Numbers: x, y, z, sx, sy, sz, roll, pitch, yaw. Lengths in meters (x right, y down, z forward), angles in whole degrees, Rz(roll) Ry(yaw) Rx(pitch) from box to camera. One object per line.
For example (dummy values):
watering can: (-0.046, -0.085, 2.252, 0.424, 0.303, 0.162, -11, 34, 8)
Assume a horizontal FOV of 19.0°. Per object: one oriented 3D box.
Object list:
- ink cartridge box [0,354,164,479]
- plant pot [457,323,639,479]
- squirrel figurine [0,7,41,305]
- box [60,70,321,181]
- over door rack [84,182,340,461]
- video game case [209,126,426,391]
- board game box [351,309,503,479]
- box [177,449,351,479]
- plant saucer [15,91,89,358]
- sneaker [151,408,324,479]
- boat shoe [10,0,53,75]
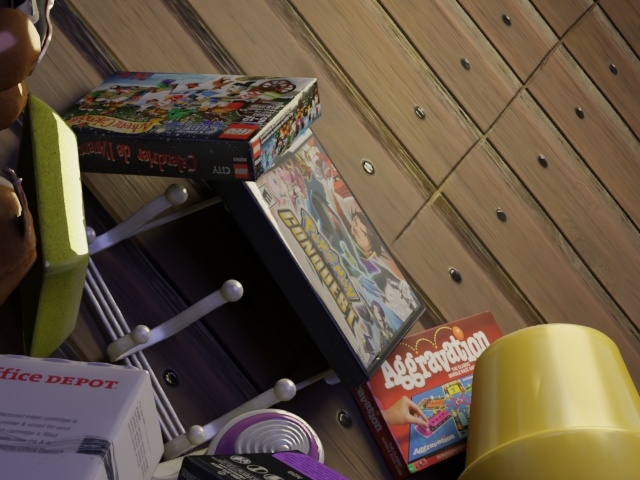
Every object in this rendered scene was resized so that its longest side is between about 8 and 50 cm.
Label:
ink cartridge box: (-0.247, 0.207, 1.543, 0.237, 0.172, 0.100, -66, 154, -49)
plant pot: (0.259, 0.229, 2.043, 0.254, 0.254, 0.239, 26, 44, -34)
squirrel figurine: (-0.418, -0.082, 1.561, 0.397, 0.281, 0.371, -14, 89, -26)
box: (-0.137, -0.116, 1.896, 0.159, 0.233, 0.044, -49, 136, -54)
over door rack: (-0.090, 0.059, 1.904, 0.324, 0.108, 0.240, -20, 79, -53)
video game case: (0.000, 0.000, 2.008, 0.275, 0.035, 0.248, 57, 22, -4)
board game box: (0.141, 0.169, 2.145, 0.281, 0.027, 0.145, -14, 73, -52)
box: (-0.049, 0.328, 1.580, 0.165, 0.270, 0.143, 25, 15, 40)
plant saucer: (-0.242, -0.007, 1.717, 0.045, 0.188, 0.188, -2, 60, -14)
sneaker: (-0.139, 0.256, 1.693, 0.305, 0.152, 0.114, -16, 62, -28)
boat shoe: (-0.298, -0.223, 1.936, 0.043, 0.049, 0.137, 27, 42, -29)
